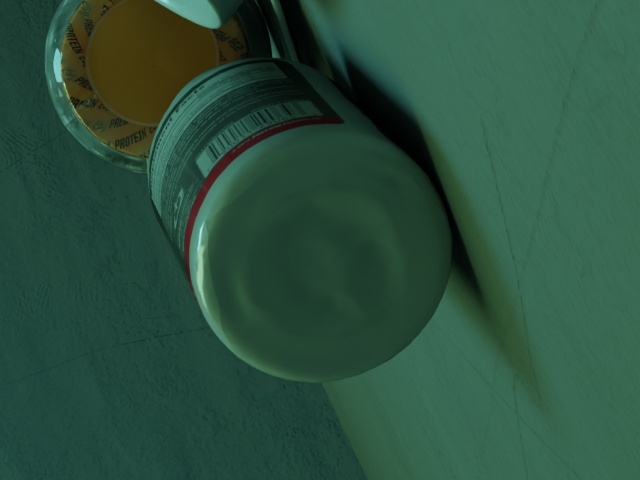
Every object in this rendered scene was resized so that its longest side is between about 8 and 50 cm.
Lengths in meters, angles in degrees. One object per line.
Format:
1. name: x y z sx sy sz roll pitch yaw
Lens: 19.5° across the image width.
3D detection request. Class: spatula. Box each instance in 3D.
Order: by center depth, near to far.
1. spatula: -0.035 -0.192 1.592 0.242 0.019 0.168 72 178 -55

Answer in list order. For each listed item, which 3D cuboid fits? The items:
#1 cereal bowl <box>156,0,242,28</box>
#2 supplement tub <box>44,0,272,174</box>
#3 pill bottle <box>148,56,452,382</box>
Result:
1. cereal bowl: -0.162 -0.305 1.323 0.339 0.141 0.339 35 176 3
2. supplement tub: -0.139 -0.159 1.641 0.316 0.194 0.193 -104 -9 -82
3. pill bottle: -0.030 -0.033 1.349 0.318 0.176 0.176 -125 12 -68
